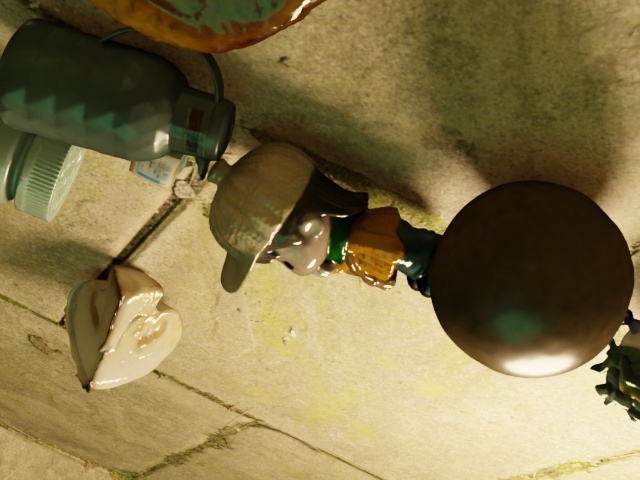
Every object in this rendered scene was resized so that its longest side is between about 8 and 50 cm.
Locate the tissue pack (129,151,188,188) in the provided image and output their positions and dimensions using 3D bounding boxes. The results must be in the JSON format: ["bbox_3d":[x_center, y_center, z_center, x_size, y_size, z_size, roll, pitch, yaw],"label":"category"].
[{"bbox_3d":[-0.226,-0.124,1.358,0.074,0.058,0.094,26,149,-8],"label":"tissue pack"}]

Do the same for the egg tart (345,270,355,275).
[{"bbox_3d":[0.055,0.016,1.434,0.130,0.052,0.130,14,152,8],"label":"egg tart"}]

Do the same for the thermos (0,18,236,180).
[{"bbox_3d":[-0.246,-0.190,1.201,0.286,0.145,0.182,15,116,3],"label":"thermos"}]

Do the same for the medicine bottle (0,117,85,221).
[{"bbox_3d":[-0.508,-0.157,1.367,0.318,0.158,0.158,22,150,-5],"label":"medicine bottle"}]

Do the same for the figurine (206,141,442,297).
[{"bbox_3d":[0.012,-0.028,1.292,0.332,0.204,0.185,1,-178,-7],"label":"figurine"}]

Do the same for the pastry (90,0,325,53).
[{"bbox_3d":[-0.108,-0.326,0.839,0.356,0.164,0.356,8,134,9],"label":"pastry"}]

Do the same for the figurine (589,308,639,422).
[{"bbox_3d":[0.572,0.211,1.336,0.382,0.186,0.261,16,161,-6],"label":"figurine"}]

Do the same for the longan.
[{"bbox_3d":[0.258,0.052,1.183,0.258,0.258,0.258,14,149,9],"label":"longan"}]

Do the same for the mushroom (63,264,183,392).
[{"bbox_3d":[-0.374,0.142,1.828,0.162,0.173,0.236,44,119,33],"label":"mushroom"}]
